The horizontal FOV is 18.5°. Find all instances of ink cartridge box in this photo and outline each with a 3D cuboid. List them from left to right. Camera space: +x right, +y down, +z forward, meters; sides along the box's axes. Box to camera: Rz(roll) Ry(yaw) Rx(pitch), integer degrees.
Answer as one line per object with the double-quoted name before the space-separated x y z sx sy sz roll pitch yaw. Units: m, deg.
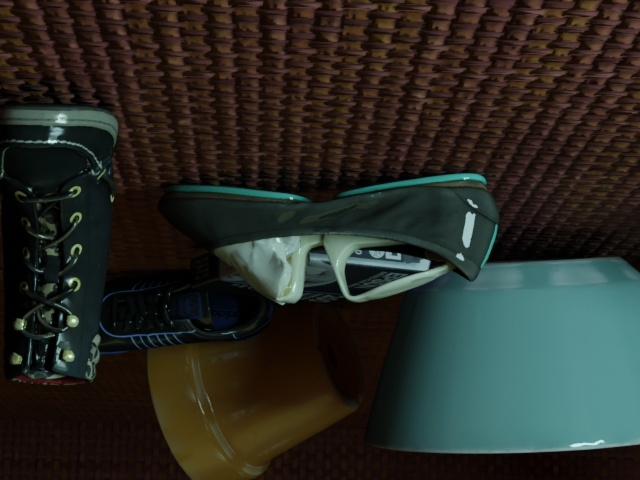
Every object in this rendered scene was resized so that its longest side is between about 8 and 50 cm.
"ink cartridge box" 0.011 0.022 1.812 0.208 0.045 0.206 5 169 -24

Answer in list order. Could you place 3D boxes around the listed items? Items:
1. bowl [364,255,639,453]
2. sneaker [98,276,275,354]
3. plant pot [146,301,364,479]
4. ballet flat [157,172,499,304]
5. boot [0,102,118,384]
"bowl" 0.190 0.099 1.794 0.311 0.163 0.311 -4 180 0
"sneaker" -0.162 0.070 2.018 0.232 0.081 0.090 -4 168 -8
"plant pot" -0.062 0.154 2.178 0.188 0.205 0.205 -19 163 18
"ballet flat" 0.000 0.000 1.545 0.280 0.096 0.095 -2 170 19
"boot" -0.185 0.005 1.366 0.085 0.179 0.236 2 170 -2
